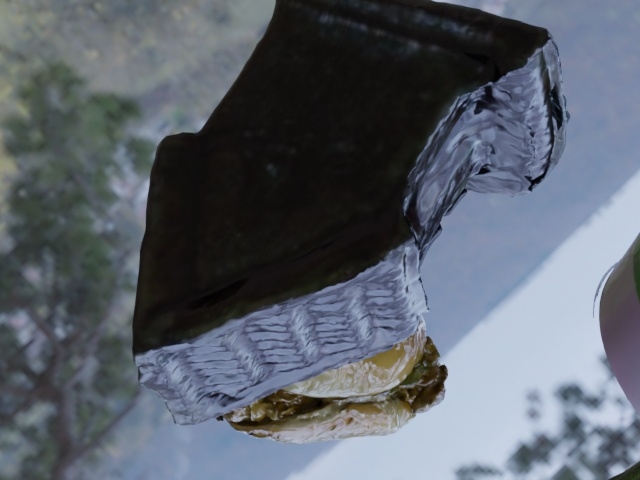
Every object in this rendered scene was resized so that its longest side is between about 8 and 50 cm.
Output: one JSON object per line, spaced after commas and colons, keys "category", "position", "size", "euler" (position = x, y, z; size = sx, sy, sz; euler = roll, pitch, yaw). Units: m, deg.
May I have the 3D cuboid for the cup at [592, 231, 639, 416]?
{"category": "cup", "position": [0.294, -0.007, 0.879], "size": [0.253, 0.253, 0.274], "euler": [-38, 166, -45]}

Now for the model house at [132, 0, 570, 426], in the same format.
{"category": "model house", "position": [0.001, 0.002, 0.569], "size": [0.152, 0.106, 0.165], "euler": [-55, 159, -13]}

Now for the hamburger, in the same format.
{"category": "hamburger", "position": [-0.007, 0.066, 1.003], "size": [0.147, 0.138, 0.083], "euler": [-4, 115, -28]}

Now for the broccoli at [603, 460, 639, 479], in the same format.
{"category": "broccoli", "position": [0.240, 0.179, 1.195], "size": [0.204, 0.118, 0.122], "euler": [-28, -155, 46]}
